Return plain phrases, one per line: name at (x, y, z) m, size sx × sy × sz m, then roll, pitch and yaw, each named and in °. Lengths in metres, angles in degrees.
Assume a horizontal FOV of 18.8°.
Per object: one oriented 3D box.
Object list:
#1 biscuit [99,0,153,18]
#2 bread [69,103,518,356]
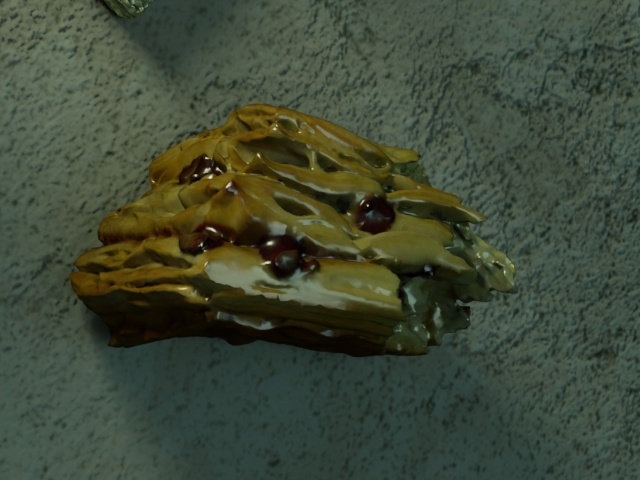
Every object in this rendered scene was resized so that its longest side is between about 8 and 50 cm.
biscuit at (-0.189, -0.322, 1.627) m, size 0.147 × 0.046 × 0.250 m, roll -49°, pitch 117°, yaw -22°
bread at (0.000, 0.000, 1.631) m, size 0.370 × 0.314 × 0.191 m, roll 7°, pitch 80°, yaw -30°
